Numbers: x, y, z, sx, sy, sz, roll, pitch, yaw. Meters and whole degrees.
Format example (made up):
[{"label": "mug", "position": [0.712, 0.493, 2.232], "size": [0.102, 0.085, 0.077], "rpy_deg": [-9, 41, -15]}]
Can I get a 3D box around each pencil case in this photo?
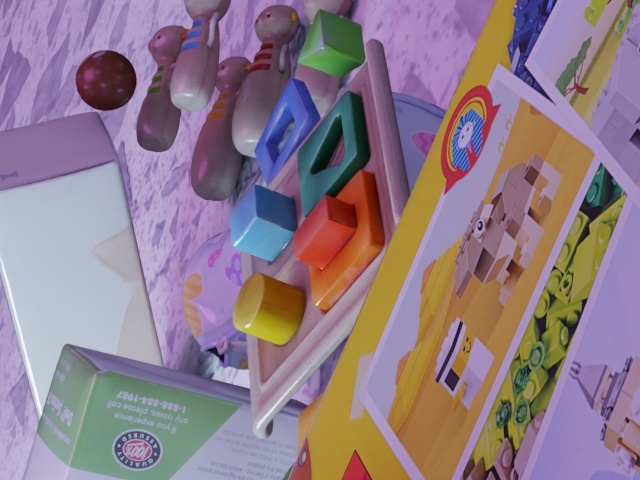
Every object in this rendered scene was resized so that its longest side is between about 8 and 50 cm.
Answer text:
[{"label": "pencil case", "position": [0.000, 0.000, 1.170], "size": [0.124, 0.113, 0.273], "rpy_deg": [-38, -1, -39]}]

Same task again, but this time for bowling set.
[{"label": "bowling set", "position": [-0.107, -0.169, 1.468], "size": [0.287, 0.200, 0.154], "rpy_deg": [-32, 43, 54]}]

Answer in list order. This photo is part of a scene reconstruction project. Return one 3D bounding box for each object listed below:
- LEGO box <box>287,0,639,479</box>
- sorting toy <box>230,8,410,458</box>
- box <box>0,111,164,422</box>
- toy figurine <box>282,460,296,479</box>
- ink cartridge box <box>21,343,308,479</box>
[{"label": "LEGO box", "position": [0.193, 0.014, 0.597], "size": [0.500, 0.193, 0.372], "rpy_deg": [-67, 23, 15]}, {"label": "sorting toy", "position": [-0.011, -0.004, 0.992], "size": [0.196, 0.047, 0.347], "rpy_deg": [-54, 28, 36]}, {"label": "box", "position": [-0.218, 0.058, 1.471], "size": [0.148, 0.121, 0.311], "rpy_deg": [-123, 21, -62]}, {"label": "toy figurine", "position": [0.033, 0.234, 0.989], "size": [0.173, 0.130, 0.159], "rpy_deg": [51, 140, 36]}, {"label": "ink cartridge box", "position": [-0.130, 0.273, 1.176], "size": [0.119, 0.207, 0.353], "rpy_deg": [17, 90, 67]}]
